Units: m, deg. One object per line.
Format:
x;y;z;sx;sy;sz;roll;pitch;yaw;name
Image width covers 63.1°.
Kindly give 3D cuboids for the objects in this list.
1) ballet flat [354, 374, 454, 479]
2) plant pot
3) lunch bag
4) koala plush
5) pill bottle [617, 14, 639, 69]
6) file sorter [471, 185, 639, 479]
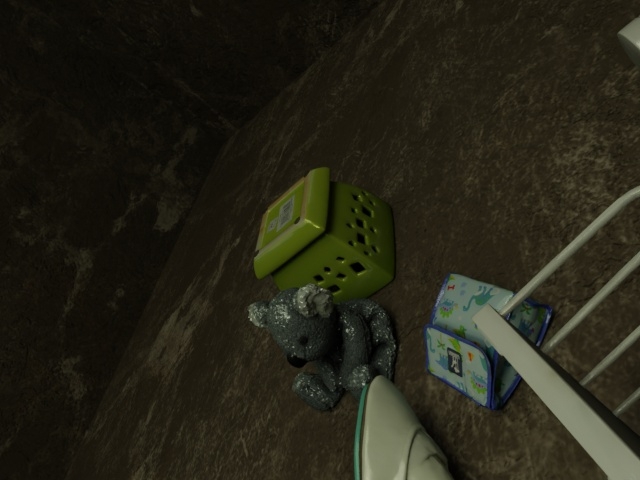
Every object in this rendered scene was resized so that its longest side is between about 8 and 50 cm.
0.108;0.349;0.592;0.139;0.139;0.400;-30;39;41;ballet flat
0.000;0.000;1.071;0.227;0.207;0.228;-37;30;33;plant pot
0.211;0.132;0.698;0.129;0.096;0.151;21;91;61;lunch bag
-0.003;0.152;0.874;0.196;0.221;0.203;-22;40;48;koala plush
0.525;-0.307;0.585;0.323;0.181;0.181;-40;29;27;pill bottle
0.290;0.115;0.368;0.173;0.278;0.193;-48;27;10;file sorter
